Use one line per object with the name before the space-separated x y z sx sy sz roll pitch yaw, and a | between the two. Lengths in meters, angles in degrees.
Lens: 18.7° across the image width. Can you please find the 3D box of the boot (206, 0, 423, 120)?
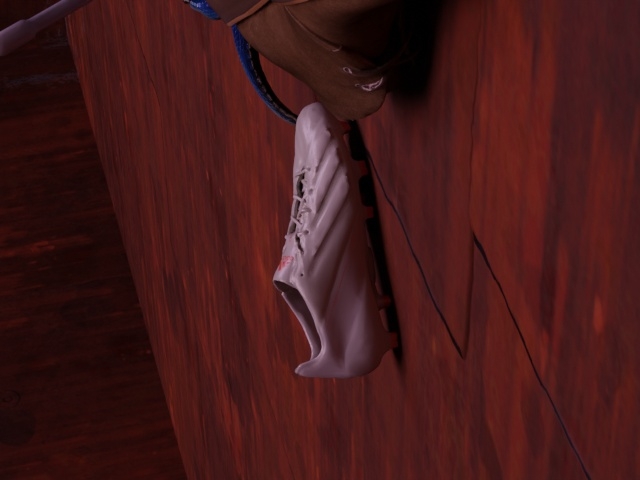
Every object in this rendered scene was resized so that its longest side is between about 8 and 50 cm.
boot | 0.027 -0.137 1.113 0.115 0.112 0.305 51 169 -10

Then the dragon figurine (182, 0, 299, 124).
dragon figurine | -0.058 -0.224 1.432 0.144 0.085 0.289 158 103 -80

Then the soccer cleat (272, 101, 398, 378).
soccer cleat | 0.000 0.000 1.358 0.068 0.076 0.196 131 128 -77

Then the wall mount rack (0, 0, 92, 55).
wall mount rack | -0.166 -0.314 1.501 0.350 0.130 0.304 82 -158 -55
